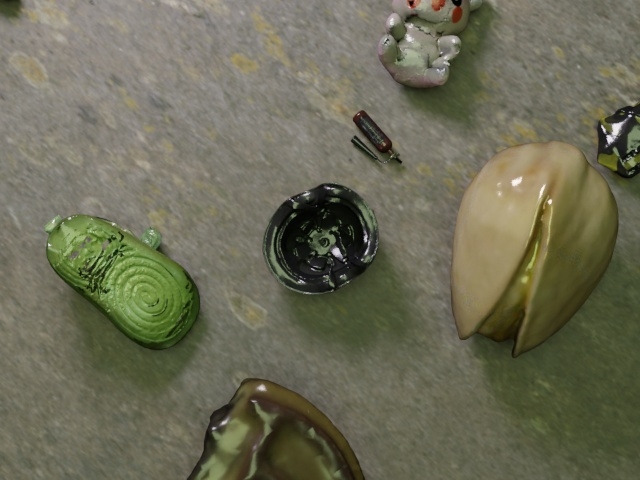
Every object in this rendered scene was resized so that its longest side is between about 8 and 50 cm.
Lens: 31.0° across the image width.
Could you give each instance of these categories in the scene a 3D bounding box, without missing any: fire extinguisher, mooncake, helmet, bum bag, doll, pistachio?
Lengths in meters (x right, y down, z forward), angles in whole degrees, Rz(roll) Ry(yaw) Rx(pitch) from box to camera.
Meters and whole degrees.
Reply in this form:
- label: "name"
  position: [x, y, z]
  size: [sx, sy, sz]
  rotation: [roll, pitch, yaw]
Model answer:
- label: "fire extinguisher"
  position: [0.081, -0.151, 1.780]
  size: [0.046, 0.032, 0.100]
  rotation: [-37, 80, -12]
- label: "mooncake"
  position: [-0.131, 0.391, 1.646]
  size: [0.393, 0.246, 0.394]
  rotation: [0, 89, -5]
- label: "helmet"
  position: [0.010, -0.005, 1.737]
  size: [0.176, 0.107, 0.153]
  rotation: [-26, 89, 18]
- label: "bum bag"
  position: [0.520, -0.183, 1.761]
  size: [0.232, 0.060, 0.107]
  rotation: [-30, 77, -3]
- label: "doll"
  position: [0.163, -0.327, 1.762]
  size: [0.149, 0.095, 0.192]
  rotation: [20, 85, -4]
- label: "pistachio"
  position: [0.300, 0.011, 1.665]
  size: [0.229, 0.238, 0.321]
  rotation: [21, 107, 8]

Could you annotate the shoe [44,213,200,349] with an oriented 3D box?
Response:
- label: "shoe"
  position: [-0.293, 0.046, 1.728]
  size: [0.262, 0.128, 0.140]
  rotation: [37, 97, -25]
